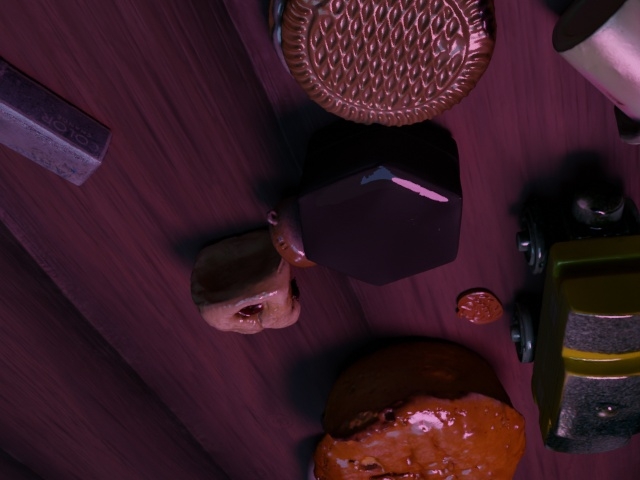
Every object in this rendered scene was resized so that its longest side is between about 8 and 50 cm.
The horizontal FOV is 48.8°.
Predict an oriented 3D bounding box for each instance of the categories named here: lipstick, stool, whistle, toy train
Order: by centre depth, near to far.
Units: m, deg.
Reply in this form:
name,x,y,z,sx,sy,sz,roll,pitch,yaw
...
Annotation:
name,x,y,z,sx,sy,sz,roll,pitch,yaw
lipstick,-0.410,-0.177,0.905,0.290,0.077,0.076,32,130,-28
stool,0.080,-0.057,0.949,0.233,0.141,0.232,2,138,2
toy train,0.388,0.131,1.032,0.179,0.272,0.442,-6,136,6
whistle,0.000,0.000,1.057,0.220,0.107,0.057,22,144,-39

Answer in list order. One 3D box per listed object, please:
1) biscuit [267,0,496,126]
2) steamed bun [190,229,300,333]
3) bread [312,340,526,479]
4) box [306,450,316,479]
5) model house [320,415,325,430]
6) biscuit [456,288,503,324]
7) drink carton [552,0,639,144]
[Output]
name,x,y,z,sx,sy,sz,roll,pitch,yaw
biscuit,0.068,-0.239,0.799,0.260,0.079,0.259,2,136,2
steamed bun,-0.102,0.084,1.121,0.172,0.140,0.155,-18,137,17
bread,0.178,0.364,1.315,0.399,0.215,0.397,-1,130,-1
box,0.119,0.583,1.632,0.289,0.141,0.348,-2,136,5
model house,0.039,0.380,1.491,0.058,0.057,0.083,38,153,2
biscuit,0.270,0.117,1.211,0.078,0.015,0.091,-26,129,28
drink carton,0.341,-0.210,0.774,0.142,0.146,0.144,33,130,-17
